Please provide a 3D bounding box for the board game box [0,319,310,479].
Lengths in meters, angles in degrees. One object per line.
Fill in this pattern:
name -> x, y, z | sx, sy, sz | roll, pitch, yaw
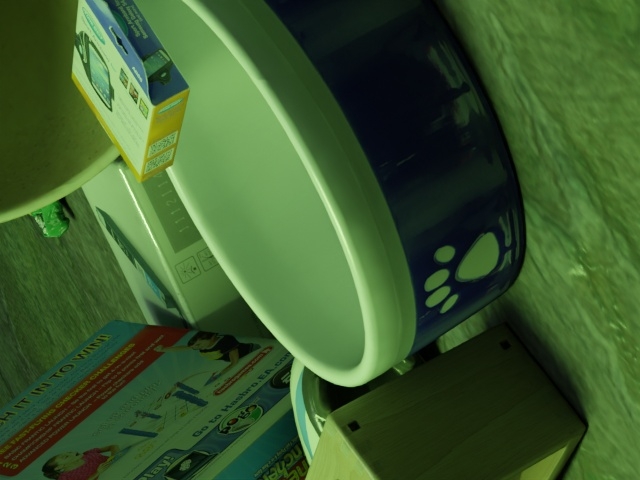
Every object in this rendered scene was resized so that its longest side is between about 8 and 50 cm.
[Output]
board game box -> -0.155, 0.187, 1.415 | 0.302, 0.308, 0.086 | 3, 125, 49

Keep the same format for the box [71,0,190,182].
box -> -0.109, -0.093, 1.083 | 0.081, 0.028, 0.136 | 57, 160, 11

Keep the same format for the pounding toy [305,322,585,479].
pounding toy -> 0.027, 0.161, 1.118 | 0.094, 0.206, 0.181 | 53, 153, 22

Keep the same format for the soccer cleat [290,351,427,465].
soccer cleat -> 0.080, 0.201, 1.267 | 0.143, 0.116, 0.331 | 140, 105, -81

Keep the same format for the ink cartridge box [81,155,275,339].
ink cartridge box -> -0.130, 0.037, 1.644 | 0.261, 0.066, 0.296 | 17, 134, 64

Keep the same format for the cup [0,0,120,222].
cup -> -0.273, -0.204, 1.298 | 0.237, 0.331, 0.331 | -117, 7, -57

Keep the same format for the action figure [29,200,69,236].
action figure -> -0.340, -0.096, 2.035 | 0.232, 0.063, 0.137 | 51, 158, 16

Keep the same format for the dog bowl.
dog bowl -> -0.004, -0.056, 1.072 | 0.265, 0.104, 0.265 | 52, 161, 25
